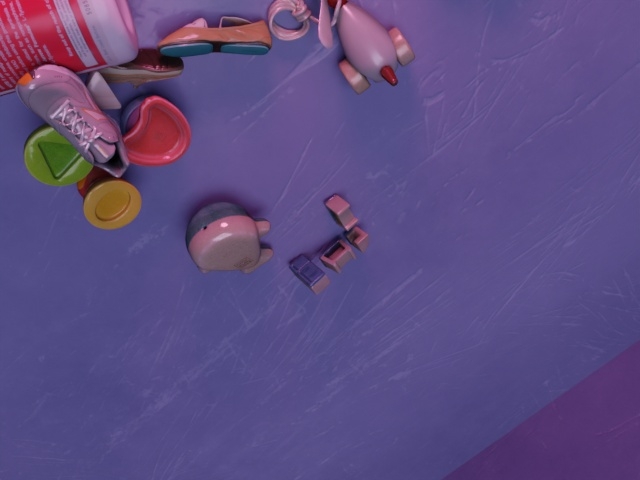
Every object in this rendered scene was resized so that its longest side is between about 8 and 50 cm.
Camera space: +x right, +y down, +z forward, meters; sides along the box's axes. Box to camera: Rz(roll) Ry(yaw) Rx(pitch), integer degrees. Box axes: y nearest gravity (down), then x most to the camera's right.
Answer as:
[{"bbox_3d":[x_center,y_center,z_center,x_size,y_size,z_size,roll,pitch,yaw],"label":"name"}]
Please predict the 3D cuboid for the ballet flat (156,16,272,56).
[{"bbox_3d":[-0.214,-0.412,1.249,0.232,0.080,0.073,-6,87,-19],"label":"ballet flat"}]

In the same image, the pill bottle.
[{"bbox_3d":[-0.545,-0.374,1.063,0.407,0.229,0.229,-17,130,-5],"label":"pill bottle"}]

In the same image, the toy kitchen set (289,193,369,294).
[{"bbox_3d":[0.000,0.000,1.623,0.207,0.122,0.166,-42,130,-10],"label":"toy kitchen set"}]

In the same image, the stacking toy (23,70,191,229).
[{"bbox_3d":[-0.449,-0.209,1.285,0.309,0.130,0.279,-47,136,6],"label":"stacking toy"}]

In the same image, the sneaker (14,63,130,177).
[{"bbox_3d":[-0.414,-0.201,1.084,0.099,0.121,0.262,-39,156,1],"label":"sneaker"}]

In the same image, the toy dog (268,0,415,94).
[{"bbox_3d":[0.073,-0.427,1.260,0.333,0.161,0.220,25,114,-32],"label":"toy dog"}]

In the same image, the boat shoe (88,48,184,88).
[{"bbox_3d":[-0.374,-0.344,1.257,0.189,0.068,0.072,1,142,-9],"label":"boat shoe"}]

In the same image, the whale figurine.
[{"bbox_3d":[-0.223,-0.003,1.538,0.216,0.141,0.272,-34,153,10],"label":"whale figurine"}]
